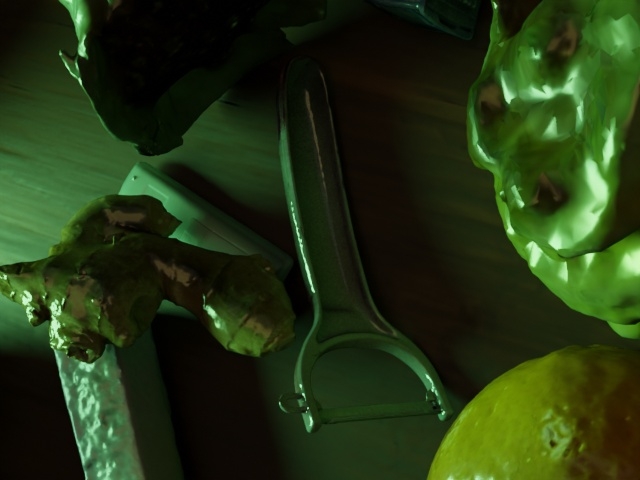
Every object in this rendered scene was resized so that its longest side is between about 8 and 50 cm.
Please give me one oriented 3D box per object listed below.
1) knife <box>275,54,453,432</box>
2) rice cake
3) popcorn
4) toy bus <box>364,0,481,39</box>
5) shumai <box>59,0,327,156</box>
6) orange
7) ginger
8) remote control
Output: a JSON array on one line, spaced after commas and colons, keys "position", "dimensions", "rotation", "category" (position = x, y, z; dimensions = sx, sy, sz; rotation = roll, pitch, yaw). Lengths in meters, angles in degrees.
[{"position": [-0.001, 0.001, 0.896], "dimensions": [0.053, 0.123, 0.278], "rotation": [-43, 54, 49], "category": "knife"}, {"position": [-0.118, 0.219, 0.929], "dimensions": [0.064, 0.070, 0.399], "rotation": [-22, 74, 19], "category": "rice cake"}, {"position": [0.201, -0.067, 0.712], "dimensions": [0.293, 0.237, 0.292], "rotation": [-175, 90, -71], "category": "popcorn"}, {"position": [0.091, -0.261, 0.893], "dimensions": [0.094, 0.079, 0.236], "rotation": [14, 89, 44], "category": "toy bus"}, {"position": [-0.149, -0.212, 0.866], "dimensions": [0.292, 0.330, 0.288], "rotation": [14, 92, 39], "category": "shumai"}, {"position": [0.163, 0.155, 0.710], "dimensions": [0.219, 0.219, 0.193], "rotation": [7, 88, 28], "category": "orange"}, {"position": [-0.120, 0.041, 0.910], "dimensions": [0.214, 0.059, 0.133], "rotation": [29, 60, 19], "category": "ginger"}, {"position": [-0.094, 0.001, 0.969], "dimensions": [0.162, 0.029, 0.061], "rotation": [31, 95, 25], "category": "remote control"}]
